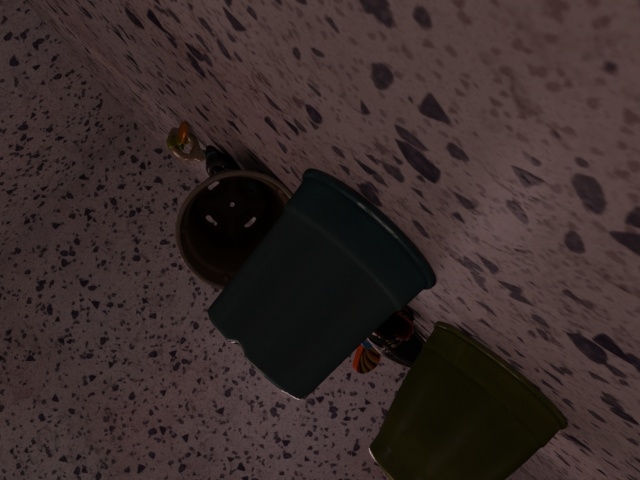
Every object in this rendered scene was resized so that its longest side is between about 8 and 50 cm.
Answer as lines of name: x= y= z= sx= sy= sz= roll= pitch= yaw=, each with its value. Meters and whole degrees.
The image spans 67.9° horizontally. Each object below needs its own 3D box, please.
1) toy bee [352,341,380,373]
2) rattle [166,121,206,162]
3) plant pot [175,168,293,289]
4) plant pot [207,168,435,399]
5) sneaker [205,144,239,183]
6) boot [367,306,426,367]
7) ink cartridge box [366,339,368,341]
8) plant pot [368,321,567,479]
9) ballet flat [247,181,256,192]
toy bee: x=0.220 y=0.369 z=1.840 sx=0.162 sy=0.299 sz=0.195 roll=5 pitch=-156 yaw=-13
rattle: x=-0.440 y=-0.350 z=1.723 sx=0.199 sy=0.142 sz=0.130 roll=30 pitch=-147 yaw=-34
plant pot: x=-0.242 y=-0.070 z=1.372 sx=0.334 sy=0.334 sz=0.305 roll=46 pitch=-177 yaw=-25
plant pot: x=-0.017 y=0.098 z=0.931 sx=0.341 sy=0.334 sz=0.341 roll=42 pitch=172 yaw=7
sneaker: x=-0.303 y=-0.221 z=1.603 sx=0.106 sy=0.101 sz=0.267 roll=60 pitch=-179 yaw=31
boot: x=0.222 y=0.275 z=1.475 sx=0.377 sy=0.138 sz=0.284 roll=43 pitch=170 yaw=-1
ink cartridge box: x=0.118 y=0.254 z=1.688 sx=0.176 sy=0.128 sz=0.127 roll=32 pitch=176 yaw=-4
plant pot: x=0.313 y=0.450 z=1.136 sx=0.366 sy=0.353 sz=0.366 roll=41 pitch=172 yaw=7
ballet flat: x=-0.224 y=-0.142 z=1.590 sx=0.248 sy=0.086 sz=0.086 roll=49 pitch=170 yaw=-37
